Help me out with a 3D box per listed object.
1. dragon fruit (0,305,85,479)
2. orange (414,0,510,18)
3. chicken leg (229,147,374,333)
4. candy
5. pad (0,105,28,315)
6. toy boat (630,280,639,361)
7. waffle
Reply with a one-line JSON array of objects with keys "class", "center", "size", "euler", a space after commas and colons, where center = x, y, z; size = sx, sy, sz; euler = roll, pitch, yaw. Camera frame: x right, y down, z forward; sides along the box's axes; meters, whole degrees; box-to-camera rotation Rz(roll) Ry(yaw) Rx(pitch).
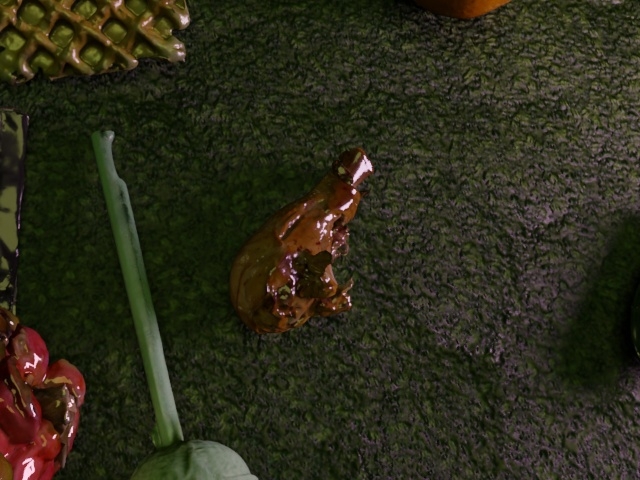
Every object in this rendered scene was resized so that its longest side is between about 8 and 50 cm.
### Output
[{"class": "dragon fruit", "center": [-0.315, 0.162, 0.607], "size": [0.263, 0.296, 0.314], "euler": [4, 66, -43]}, {"class": "orange", "center": [0.151, -0.305, 0.857], "size": [0.159, 0.136, 0.158], "euler": [-4, 71, 11]}, {"class": "chicken leg", "center": [-0.003, -0.002, 0.773], "size": [0.101, 0.085, 0.207], "euler": [18, 60, 33]}, {"class": "candy", "center": [-0.152, 0.091, 0.726], "size": [0.119, 0.119, 0.439], "euler": [-15, 69, -12]}, {"class": "pad", "center": [-0.361, -0.017, 0.759], "size": [0.174, 0.022, 0.233], "euler": [-1, 75, -9]}, {"class": "toy boat", "center": [0.373, 0.051, 0.827], "size": [0.104, 0.052, 0.210], "euler": [34, 71, 0]}, {"class": "waffle", "center": [-0.241, -0.262, 0.796], "size": [0.224, 0.054, 0.204], "euler": [-8, 107, -3]}]
